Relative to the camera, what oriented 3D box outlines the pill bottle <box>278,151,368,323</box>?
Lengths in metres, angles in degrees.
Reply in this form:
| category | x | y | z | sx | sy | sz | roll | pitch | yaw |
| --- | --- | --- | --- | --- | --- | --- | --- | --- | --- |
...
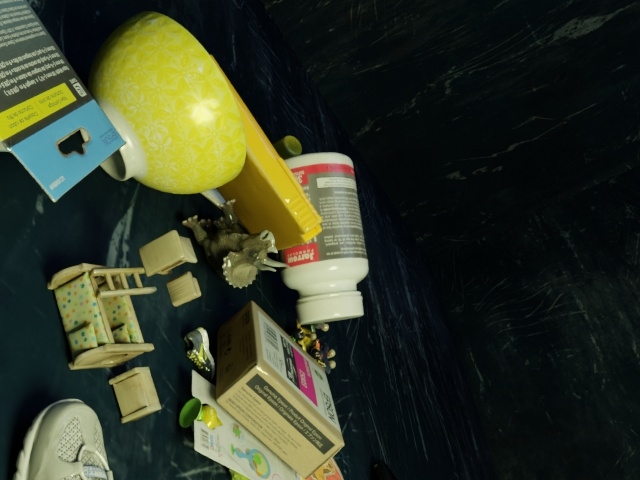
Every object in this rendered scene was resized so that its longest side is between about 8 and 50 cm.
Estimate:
| category | x | y | z | sx | sy | sz | roll | pitch | yaw |
| --- | --- | --- | --- | --- | --- | --- | --- | --- | --- |
| pill bottle | 0.000 | 0.000 | 1.343 | 0.176 | 0.176 | 0.319 | 19 | 61 | -69 |

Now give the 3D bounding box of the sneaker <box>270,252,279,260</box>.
| category | x | y | z | sx | sy | sz | roll | pitch | yaw |
| --- | --- | --- | --- | --- | --- | --- | --- | --- | --- |
| sneaker | -0.112 | -0.062 | 1.569 | 0.106 | 0.101 | 0.267 | 26 | 37 | -27 |

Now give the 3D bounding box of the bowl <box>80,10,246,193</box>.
| category | x | y | z | sx | sy | sz | roll | pitch | yaw |
| --- | --- | --- | --- | --- | --- | --- | --- | --- | --- |
| bowl | -0.264 | -0.176 | 1.020 | 0.156 | 0.289 | 0.290 | -39 | 107 | -31 |

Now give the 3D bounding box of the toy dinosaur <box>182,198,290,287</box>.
| category | x | y | z | sx | sy | sz | roll | pitch | yaw |
| --- | --- | --- | --- | --- | --- | --- | --- | --- | --- |
| toy dinosaur | -0.162 | 0.025 | 1.214 | 0.160 | 0.121 | 0.313 | 65 | -16 | 6 |

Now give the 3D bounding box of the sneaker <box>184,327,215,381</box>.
| category | x | y | z | sx | sy | sz | roll | pitch | yaw |
| --- | --- | --- | --- | --- | --- | --- | --- | --- | --- |
| sneaker | -0.186 | 0.176 | 1.025 | 0.035 | 0.031 | 0.083 | -8 | 79 | -43 |

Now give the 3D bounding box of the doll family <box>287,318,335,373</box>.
| category | x | y | z | sx | sy | sz | roll | pitch | yaw |
| --- | --- | --- | --- | --- | --- | --- | --- | --- | --- |
| doll family | -0.020 | 0.228 | 1.393 | 0.111 | 0.076 | 0.193 | 41 | 30 | -66 |

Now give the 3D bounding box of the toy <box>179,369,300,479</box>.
| category | x | y | z | sx | sy | sz | roll | pitch | yaw |
| --- | --- | --- | --- | --- | --- | --- | --- | --- | --- |
| toy | -0.117 | 0.301 | 0.978 | 0.237 | 0.056 | 0.137 | 48 | 16 | -36 |

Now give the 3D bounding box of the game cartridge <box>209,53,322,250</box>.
| category | x | y | z | sx | sy | sz | roll | pitch | yaw |
| --- | --- | --- | --- | --- | --- | --- | --- | --- | --- |
| game cartridge | -0.135 | -0.128 | 1.154 | 0.324 | 0.052 | 0.285 | 54 | -19 | -8 |

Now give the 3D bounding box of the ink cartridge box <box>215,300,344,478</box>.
| category | x | y | z | sx | sy | sz | roll | pitch | yaw |
| --- | --- | --- | --- | --- | --- | --- | --- | --- | --- |
| ink cartridge box | -0.069 | 0.225 | 1.064 | 0.193 | 0.088 | 0.235 | 45 | 7 | -19 |

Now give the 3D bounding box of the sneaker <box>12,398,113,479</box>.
| category | x | y | z | sx | sy | sz | roll | pitch | yaw |
| --- | --- | --- | --- | --- | --- | --- | --- | --- | --- |
| sneaker | -0.203 | 0.278 | 0.628 | 0.105 | 0.115 | 0.281 | 37 | 31 | -59 |

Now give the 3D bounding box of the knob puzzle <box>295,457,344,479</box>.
| category | x | y | z | sx | sy | sz | roll | pitch | yaw |
| --- | --- | --- | --- | --- | --- | --- | --- | --- | --- |
| knob puzzle | 0.017 | 0.419 | 1.127 | 0.213 | 0.030 | 0.213 | 55 | 19 | -28 |

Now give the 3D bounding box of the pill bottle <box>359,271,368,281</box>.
| category | x | y | z | sx | sy | sz | roll | pitch | yaw |
| --- | --- | --- | --- | --- | --- | --- | --- | --- | --- |
| pill bottle | 0.004 | -0.022 | 1.707 | 0.160 | 0.160 | 0.283 | 35 | 33 | -61 |

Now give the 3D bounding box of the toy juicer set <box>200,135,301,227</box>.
| category | x | y | z | sx | sy | sz | roll | pitch | yaw |
| --- | --- | --- | --- | --- | --- | --- | --- | --- | --- |
| toy juicer set | -0.112 | -0.082 | 1.469 | 0.209 | 0.089 | 0.329 | 54 | 42 | -6 |

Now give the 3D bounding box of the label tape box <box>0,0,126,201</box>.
| category | x | y | z | sx | sy | sz | roll | pitch | yaw |
| --- | --- | --- | --- | --- | --- | --- | --- | --- | --- |
| label tape box | -0.397 | -0.200 | 0.775 | 0.334 | 0.105 | 0.241 | 59 | 16 | -18 |

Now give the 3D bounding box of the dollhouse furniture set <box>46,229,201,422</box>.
| category | x | y | z | sx | sy | sz | roll | pitch | yaw |
| --- | --- | --- | --- | --- | --- | --- | --- | --- | --- |
| dollhouse furniture set | -0.212 | 0.102 | 0.796 | 0.182 | 0.160 | 0.101 | 67 | 16 | 15 |

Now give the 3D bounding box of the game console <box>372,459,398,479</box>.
| category | x | y | z | sx | sy | sz | roll | pitch | yaw |
| --- | --- | --- | --- | --- | --- | --- | --- | --- | --- |
| game console | 0.226 | 0.663 | 1.369 | 0.342 | 0.060 | 0.386 | 56 | -1 | -11 |
